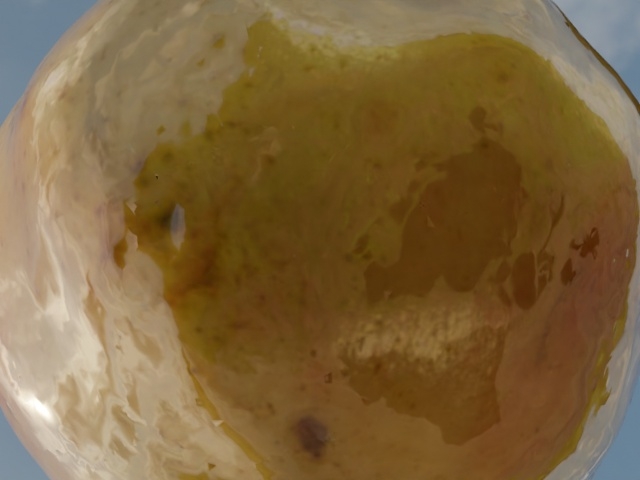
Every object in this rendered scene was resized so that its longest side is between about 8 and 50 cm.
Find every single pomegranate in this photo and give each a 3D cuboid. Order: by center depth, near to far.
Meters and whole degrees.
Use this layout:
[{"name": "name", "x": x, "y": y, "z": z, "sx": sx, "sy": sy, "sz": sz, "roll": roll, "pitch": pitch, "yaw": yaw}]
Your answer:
[{"name": "pomegranate", "x": 0.000, "y": 0.000, "z": 1.028, "sx": 0.411, "sy": 0.411, "sz": 0.412, "roll": -4, "pitch": -81, "yaw": -28}]
